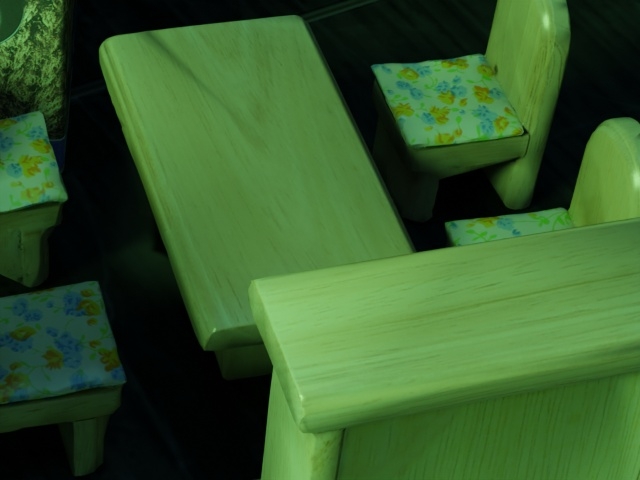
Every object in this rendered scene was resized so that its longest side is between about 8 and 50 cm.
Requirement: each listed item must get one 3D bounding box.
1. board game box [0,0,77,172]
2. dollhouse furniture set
[{"bbox_3d":[-0.247,-0.191,1.057,0.232,0.291,0.141,2,46,-5],"label":"board game box"},{"bbox_3d":[0.000,0.000,0.925,0.362,0.256,0.394,-8,47,-17],"label":"dollhouse furniture set"}]
